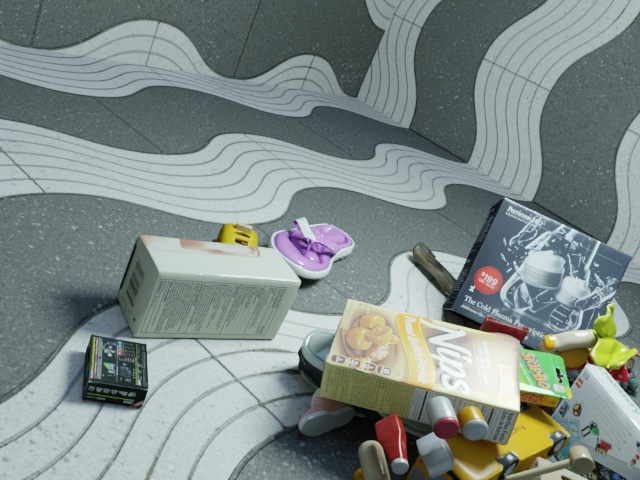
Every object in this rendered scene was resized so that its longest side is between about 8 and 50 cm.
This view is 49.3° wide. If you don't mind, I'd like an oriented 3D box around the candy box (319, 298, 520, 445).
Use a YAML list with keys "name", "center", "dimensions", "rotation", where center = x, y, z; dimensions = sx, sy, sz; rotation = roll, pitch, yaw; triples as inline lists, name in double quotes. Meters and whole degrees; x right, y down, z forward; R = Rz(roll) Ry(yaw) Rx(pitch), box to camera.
- name: "candy box"
  center: [0.174, 0.218, 1.195]
  dimensions: [0.317, 0.087, 0.183]
  rotation: [13, 34, 8]

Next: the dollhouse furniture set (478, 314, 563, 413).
- name: "dollhouse furniture set"
  center: [0.289, 0.255, 1.450]
  dimensions: [0.374, 0.152, 0.201]
  rotation: [16, 23, -20]

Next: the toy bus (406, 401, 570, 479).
- name: "toy bus"
  center: [0.302, 0.377, 1.214]
  dimensions: [0.333, 0.130, 0.108]
  rotation: [-1, 31, -46]

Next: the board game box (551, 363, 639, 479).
- name: "board game box"
  center: [0.551, 0.404, 1.324]
  dimensions: [0.053, 0.192, 0.305]
  rotation: [16, 24, -19]

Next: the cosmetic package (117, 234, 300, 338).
- name: "cosmetic package"
  center: [-0.209, 0.092, 1.318]
  dimensions: [0.296, 0.153, 0.129]
  rotation: [9, 28, -37]

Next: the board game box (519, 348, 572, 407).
- name: "board game box"
  center: [0.337, 0.246, 1.328]
  dimensions: [0.260, 0.039, 0.124]
  rotation: [7, 32, 5]

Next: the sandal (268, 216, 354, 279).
- name: "sandal"
  center: [-0.013, -0.008, 1.767]
  dimensions: [0.169, 0.102, 0.416]
  rotation: [31, 17, 9]

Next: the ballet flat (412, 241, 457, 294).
- name: "ballet flat"
  center: [0.334, 0.096, 2.002]
  dimensions: [0.084, 0.058, 0.249]
  rotation: [33, 16, -46]

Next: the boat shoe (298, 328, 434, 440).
- name: "boat shoe"
  center: [0.092, 0.275, 1.282]
  dimensions: [0.303, 0.091, 0.114]
  rotation: [35, 47, 19]

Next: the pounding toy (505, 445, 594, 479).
- name: "pounding toy"
  center: [0.378, 0.403, 1.132]
  dimensions: [0.181, 0.206, 0.094]
  rotation: [25, 22, 2]

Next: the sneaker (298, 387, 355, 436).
- name: "sneaker"
  center: [-0.005, 0.293, 1.204]
  dimensions: [0.070, 0.050, 0.134]
  rotation: [38, 22, 34]

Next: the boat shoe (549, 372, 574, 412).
- name: "boat shoe"
  center: [0.560, 0.351, 1.603]
  dimensions: [0.079, 0.081, 0.227]
  rotation: [10, 26, -31]

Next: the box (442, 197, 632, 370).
- name: "box"
  center: [0.538, 0.109, 1.768]
  dimensions: [0.344, 0.312, 0.179]
  rotation: [25, -4, 5]

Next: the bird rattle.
- name: "bird rattle"
  center: [0.586, 0.240, 1.556]
  dimensions: [0.207, 0.143, 0.253]
  rotation: [-4, -23, 9]

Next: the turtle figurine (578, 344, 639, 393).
- name: "turtle figurine"
  center: [0.769, 0.326, 1.841]
  dimensions: [0.175, 0.118, 0.234]
  rotation: [37, 31, 28]

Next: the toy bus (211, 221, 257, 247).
- name: "toy bus"
  center: [-0.190, 0.011, 1.580]
  dimensions: [0.202, 0.104, 0.191]
  rotation: [37, 25, 28]

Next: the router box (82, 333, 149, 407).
- name: "router box"
  center: [-0.322, 0.204, 1.096]
  dimensions: [0.092, 0.038, 0.122]
  rotation: [15, 23, -22]

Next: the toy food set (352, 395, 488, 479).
- name: "toy food set"
  center: [0.142, 0.326, 1.034]
  dimensions: [0.111, 0.232, 0.104]
  rotation: [57, 10, -26]
